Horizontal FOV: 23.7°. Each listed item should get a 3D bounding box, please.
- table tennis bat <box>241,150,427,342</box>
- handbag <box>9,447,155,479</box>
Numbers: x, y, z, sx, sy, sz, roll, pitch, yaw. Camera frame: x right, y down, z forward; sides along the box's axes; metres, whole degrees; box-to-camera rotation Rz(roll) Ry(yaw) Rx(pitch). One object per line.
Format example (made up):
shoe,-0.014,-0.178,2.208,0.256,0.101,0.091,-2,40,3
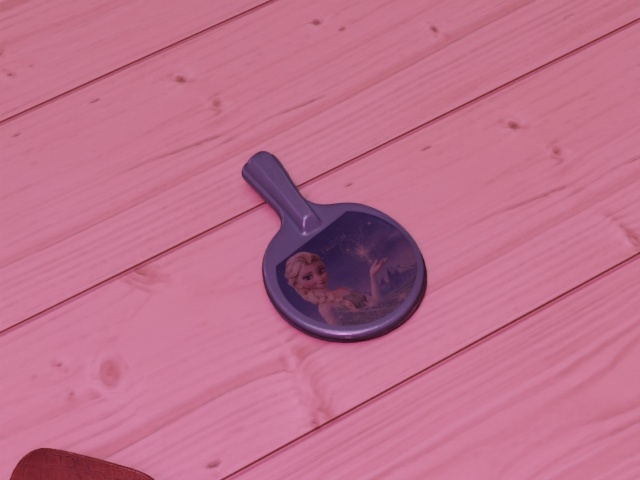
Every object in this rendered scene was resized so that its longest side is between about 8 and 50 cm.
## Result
table tennis bat,0.000,0.000,1.436,0.149,0.038,0.237,-28,57,-16
handbag,-0.200,0.270,1.212,0.151,0.072,0.193,11,52,13
